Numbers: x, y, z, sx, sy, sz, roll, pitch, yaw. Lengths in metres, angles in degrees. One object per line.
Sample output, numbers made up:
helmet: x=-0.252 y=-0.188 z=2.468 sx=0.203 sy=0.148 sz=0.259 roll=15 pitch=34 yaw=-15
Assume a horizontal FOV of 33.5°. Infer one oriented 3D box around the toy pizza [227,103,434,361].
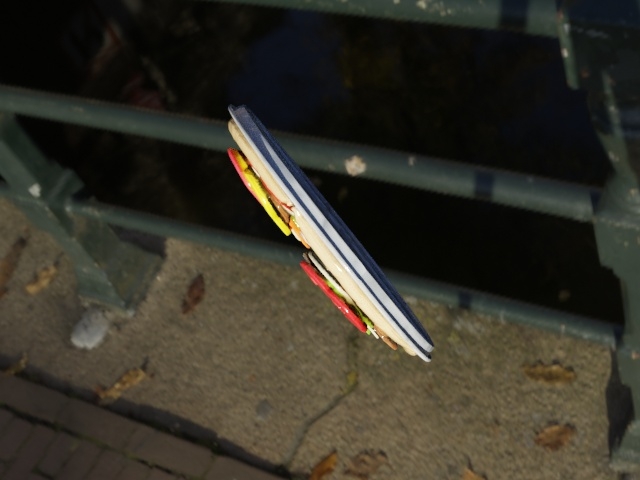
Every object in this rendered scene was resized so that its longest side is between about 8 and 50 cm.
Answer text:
toy pizza: x=0.000 y=0.000 z=0.664 sx=0.032 sy=0.201 sz=0.201 roll=-38 pitch=51 yaw=3
